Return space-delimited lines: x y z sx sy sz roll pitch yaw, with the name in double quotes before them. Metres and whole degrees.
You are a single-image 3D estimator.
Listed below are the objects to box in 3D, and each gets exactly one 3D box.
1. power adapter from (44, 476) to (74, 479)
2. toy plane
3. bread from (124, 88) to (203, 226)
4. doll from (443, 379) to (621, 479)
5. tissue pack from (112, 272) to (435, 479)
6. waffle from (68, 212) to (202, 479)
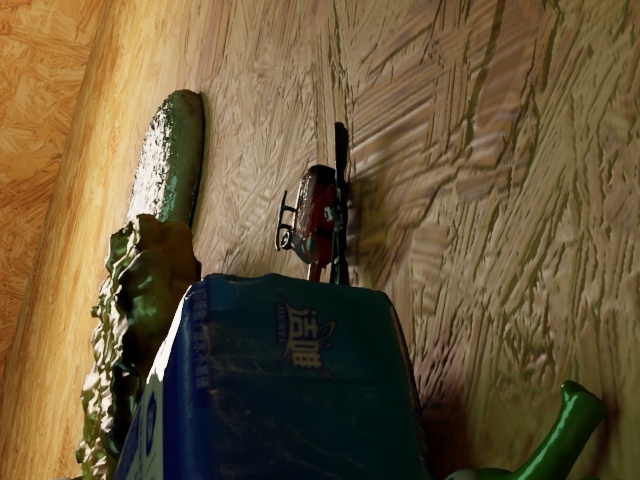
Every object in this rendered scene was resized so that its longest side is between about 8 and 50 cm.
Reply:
"power adapter" -0.274 0.264 0.921 0.187 0.255 0.124 32 119 56
"toy plane" 0.000 0.000 0.819 0.060 0.037 0.145 -39 37 50
"bread" -0.183 -0.043 1.459 0.267 0.040 0.267 -168 90 -73
"doll" 0.086 0.100 0.441 0.190 0.050 0.115 -25 49 65
"tissue pack" -0.021 0.177 0.602 0.269 0.137 0.209 -100 27 -44
"waffle" -0.176 0.174 1.183 0.382 0.095 0.379 121 152 -53
